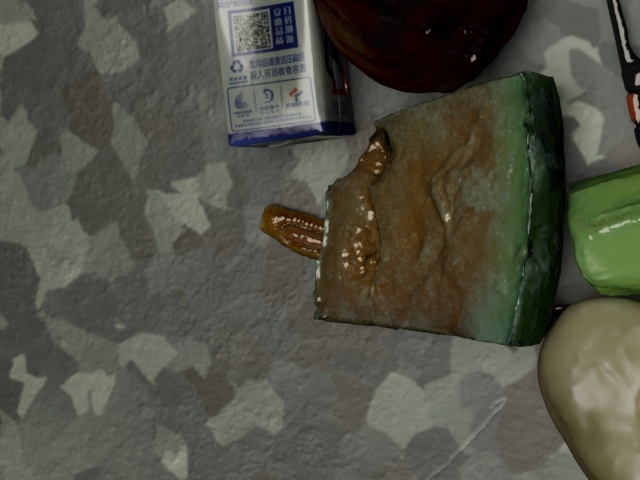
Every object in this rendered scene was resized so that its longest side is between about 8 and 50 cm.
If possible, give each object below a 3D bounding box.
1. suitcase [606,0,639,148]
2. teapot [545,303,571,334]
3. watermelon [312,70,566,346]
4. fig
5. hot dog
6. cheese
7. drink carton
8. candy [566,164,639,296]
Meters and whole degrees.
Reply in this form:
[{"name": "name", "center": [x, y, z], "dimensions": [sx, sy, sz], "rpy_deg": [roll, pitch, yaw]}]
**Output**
[{"name": "suitcase", "center": [0.375, -0.235, 1.763], "dimensions": [0.206, 0.066, 0.286], "rpy_deg": [-13, 89, 16]}, {"name": "teapot", "center": [0.203, 0.073, 1.839], "dimensions": [0.100, 0.045, 0.068], "rpy_deg": [-1, 70, -1]}, {"name": "watermelon", "center": [0.146, -0.032, 1.778], "dimensions": [0.302, 0.151, 0.264], "rpy_deg": [0, 86, 50]}, {"name": "fig", "center": [0.091, -0.272, 1.764], "dimensions": [0.224, 0.224, 0.263], "rpy_deg": [-12, 83, 16]}, {"name": "hot dog", "center": [0.000, 0.000, 1.901], "dimensions": [0.137, 0.028, 0.044], "rpy_deg": [21, 105, 12]}, {"name": "cheese", "center": [0.388, 0.147, 1.748], "dimensions": [0.351, 0.129, 0.328], "rpy_deg": [-44, 77, 9]}, {"name": "drink carton", "center": [-0.042, -0.254, 1.847], "dimensions": [0.106, 0.130, 0.315], "rpy_deg": [-6, 90, 15]}, {"name": "candy", "center": [0.405, -0.035, 1.720], "dimensions": [0.343, 0.132, 0.142], "rpy_deg": [-11, 55, 14]}]
